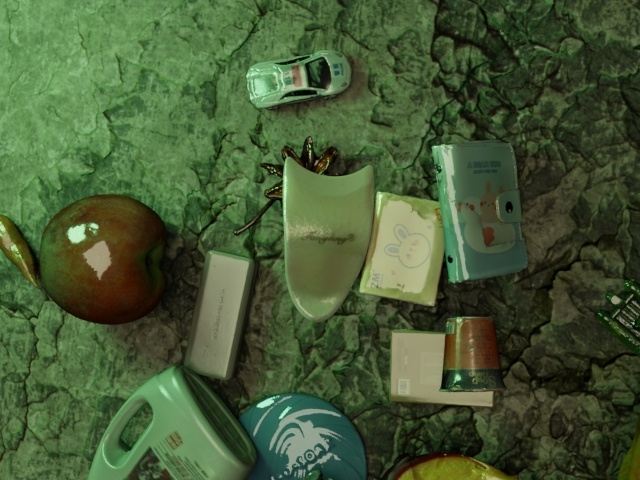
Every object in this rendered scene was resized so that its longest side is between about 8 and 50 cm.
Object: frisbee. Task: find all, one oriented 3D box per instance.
[{"bbox_3d":[-0.052,0.440,1.794,0.289,0.049,0.290,0,91,9],"label":"frisbee"}]

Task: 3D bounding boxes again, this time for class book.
[{"bbox_3d":[0.231,0.242,1.762,0.198,0.016,0.139,2,91,9],"label":"book"}]

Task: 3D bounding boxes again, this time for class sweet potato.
[{"bbox_3d":[-0.611,0.023,1.872,0.056,0.056,0.195,-40,76,8],"label":"sweet potato"}]

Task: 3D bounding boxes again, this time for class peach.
[{"bbox_3d":[0.255,0.530,1.678,0.361,0.201,0.258,8,61,-4],"label":"peach"},{"bbox_3d":[-0.411,0.036,1.757,0.252,0.252,0.253,0,91,9],"label":"peach"}]

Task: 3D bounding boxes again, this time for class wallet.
[{"bbox_3d":[0.286,-0.056,1.679,0.176,0.075,0.251,-7,90,-34],"label":"wallet"}]

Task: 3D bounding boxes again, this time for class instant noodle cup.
[{"bbox_3d":[0.274,0.208,1.693,0.127,0.127,0.136,-3,82,9],"label":"instant noodle cup"}]

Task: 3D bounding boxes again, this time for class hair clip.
[{"bbox_3d":[0.003,0.001,1.714,0.172,0.113,0.282,6,111,-10],"label":"hair clip"}]

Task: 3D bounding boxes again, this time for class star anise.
[{"bbox_3d":[-0.059,-0.107,1.769,0.233,0.073,0.177,-7,98,-7],"label":"star anise"}]

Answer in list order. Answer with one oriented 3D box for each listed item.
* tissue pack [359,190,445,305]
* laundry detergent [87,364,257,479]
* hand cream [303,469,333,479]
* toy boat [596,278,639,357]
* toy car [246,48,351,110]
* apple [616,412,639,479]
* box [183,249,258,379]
[{"bbox_3d":[0.159,0.015,1.732,0.148,0.092,0.196,10,93,7],"label":"tissue pack"},{"bbox_3d":[-0.342,0.447,1.798,0.398,0.124,0.264,-39,86,15],"label":"laundry detergent"},{"bbox_3d":[0.062,0.547,1.758,0.091,0.058,0.271,-34,103,6],"label":"hand cream"},{"bbox_3d":[0.603,0.164,1.683,0.210,0.052,0.104,42,94,7],"label":"toy boat"},{"bbox_3d":[-0.042,-0.310,1.778,0.204,0.056,0.095,-10,88,10],"label":"toy car"},{"bbox_3d":[0.652,0.407,1.522,0.333,0.400,0.400,33,96,32],"label":"apple"},{"bbox_3d":[-0.194,0.144,1.809,0.103,0.055,0.244,12,92,9],"label":"box"}]
